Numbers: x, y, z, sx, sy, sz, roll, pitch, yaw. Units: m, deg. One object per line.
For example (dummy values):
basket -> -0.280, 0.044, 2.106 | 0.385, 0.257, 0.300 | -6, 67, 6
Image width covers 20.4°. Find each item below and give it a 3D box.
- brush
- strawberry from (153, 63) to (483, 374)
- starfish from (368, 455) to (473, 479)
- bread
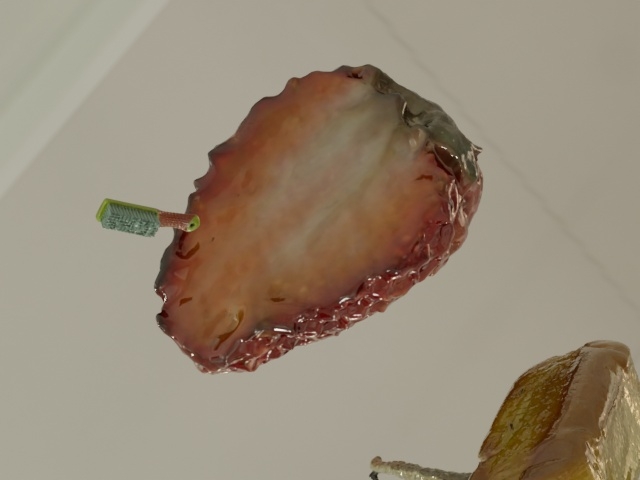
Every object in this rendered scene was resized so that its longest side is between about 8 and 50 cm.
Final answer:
brush -> -0.116, -0.013, 1.238 | 0.083, 0.019, 0.021 | 9, -148, -40
strawberry -> 0.000, 0.000, 1.676 | 0.265, 0.336, 0.149 | 40, 172, 35
starfish -> 0.210, 0.323, 1.954 | 0.383, 0.132, 0.398 | 9, -156, 14
bread -> 0.177, 0.150, 1.297 | 0.094, 0.102, 0.245 | 67, -153, -14
